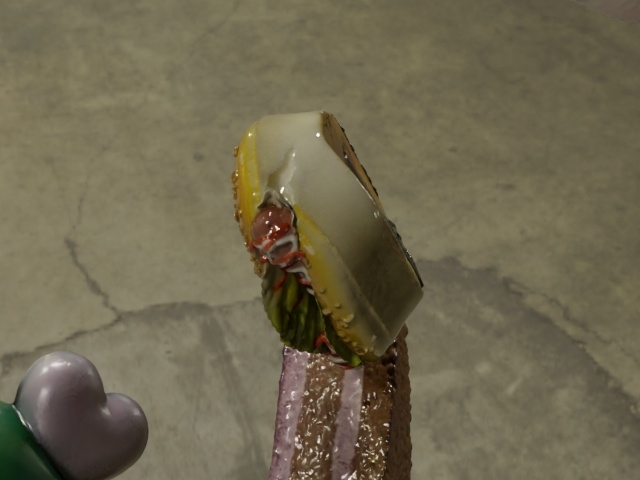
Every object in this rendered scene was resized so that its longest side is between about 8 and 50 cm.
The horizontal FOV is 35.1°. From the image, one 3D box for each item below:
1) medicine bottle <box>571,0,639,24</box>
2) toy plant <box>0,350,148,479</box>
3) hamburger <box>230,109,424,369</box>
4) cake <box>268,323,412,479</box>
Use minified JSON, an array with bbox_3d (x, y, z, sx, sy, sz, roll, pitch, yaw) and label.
[{"bbox_3d":[0.190,-0.228,0.351,0.256,0.256,0.325,-7,-5,-11],"label":"medicine bottle"},{"bbox_3d":[-0.177,0.159,0.455,0.232,0.243,0.112,-19,14,-23],"label":"toy plant"},{"bbox_3d":[0.000,0.000,0.781,0.116,0.210,0.173,-26,45,6],"label":"hamburger"},{"bbox_3d":[0.016,0.168,0.864,0.115,0.113,0.296,-5,70,16],"label":"cake"}]
